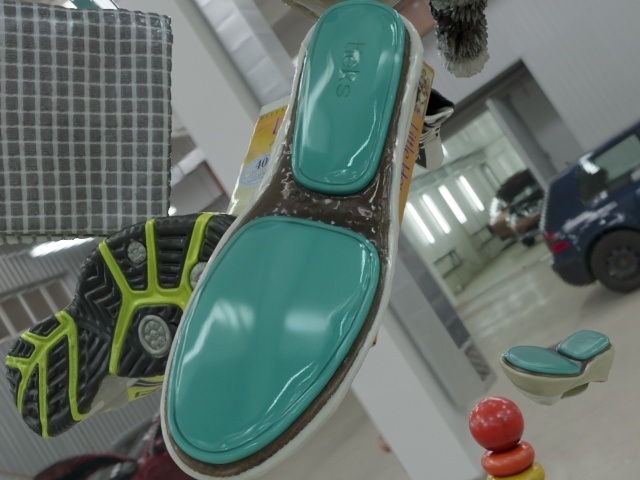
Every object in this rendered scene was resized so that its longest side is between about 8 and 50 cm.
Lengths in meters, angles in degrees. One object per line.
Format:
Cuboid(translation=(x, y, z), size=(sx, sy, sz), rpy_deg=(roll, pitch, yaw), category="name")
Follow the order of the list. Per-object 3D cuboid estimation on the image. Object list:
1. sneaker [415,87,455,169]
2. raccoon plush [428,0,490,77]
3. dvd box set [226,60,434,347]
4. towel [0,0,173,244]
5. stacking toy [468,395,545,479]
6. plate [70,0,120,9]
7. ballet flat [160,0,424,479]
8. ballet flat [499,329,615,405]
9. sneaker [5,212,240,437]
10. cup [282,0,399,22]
Cuboid(translation=(0.218, -0.229, 1.660), size=(0.094, 0.235, 0.153), rpy_deg=(-31, 29, -14), category="sneaker")
Cuboid(translation=(0.173, -0.348, 1.097), size=(0.216, 0.446, 0.299), rpy_deg=(8, 46, 32), category="raccoon plush")
Cuboid(translation=(-0.015, -0.045, 1.124), size=(0.307, 0.062, 0.421), rpy_deg=(-11, 53, 42), category="dvd box set")
Cuboid(translation=(-0.293, -0.135, 0.977), size=(0.235, 0.284, 0.121), rpy_deg=(-2, 6, -23), category="towel")
Cuboid(translation=(0.324, 0.416, 1.341), size=(0.141, 0.330, 0.141), rpy_deg=(-20, -1, 0), category="stacking toy")
Cuboid(translation=(-0.375, -0.398, 1.383), size=(0.024, 0.188, 0.188), rpy_deg=(-43, -6, 11), category="plate")
Cuboid(translation=(0.000, 0.000, 0.633), size=(0.139, 0.139, 0.400), rpy_deg=(-40, 29, 62), category="ballet flat")
Cuboid(translation=(0.311, 0.176, 1.073), size=(0.248, 0.086, 0.086), rpy_deg=(-4, -24, -43), category="ballet flat")
Cuboid(translation=(-0.169, 0.073, 0.830), size=(0.384, 0.145, 0.147), rpy_deg=(-29, -7, 35), category="sneaker")
Cuboid(translation=(0.038, -0.500, 1.402), size=(0.237, 0.331, 0.331), rpy_deg=(-62, -6, 2), category="cup")
